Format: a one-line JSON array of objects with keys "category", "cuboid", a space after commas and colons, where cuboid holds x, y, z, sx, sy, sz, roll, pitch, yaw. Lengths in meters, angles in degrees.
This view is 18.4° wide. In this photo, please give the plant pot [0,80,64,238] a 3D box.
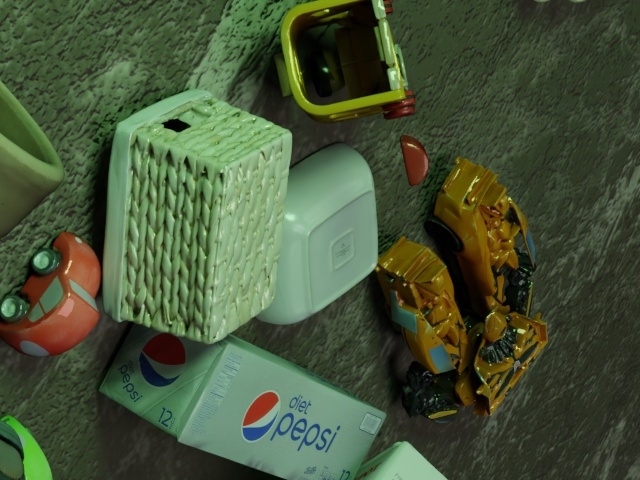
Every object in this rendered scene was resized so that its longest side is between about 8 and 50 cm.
[{"category": "plant pot", "cuboid": [-0.315, -0.052, 1.104, 0.229, 0.263, 0.263, -43, 146, 2]}]

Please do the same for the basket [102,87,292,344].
[{"category": "basket", "cuboid": [-0.093, -0.016, 1.514, 0.113, 0.103, 0.167, -34, 137, -54]}]

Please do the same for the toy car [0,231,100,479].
[{"category": "toy car", "cuboid": [-0.236, 0.136, 1.477, 0.239, 0.053, 0.225, -35, 137, -36]}]

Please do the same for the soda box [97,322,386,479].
[{"category": "soda box", "cuboid": [-0.060, 0.139, 1.682, 0.286, 0.098, 0.091, 30, 88, -56]}]

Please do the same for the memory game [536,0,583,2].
[{"category": "memory game", "cuboid": [0.239, -0.302, 1.811, 0.186, 0.012, 0.186, -12, 125, -18]}]

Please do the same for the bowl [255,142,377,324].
[{"category": "bowl", "cuboid": [0.000, 0.000, 1.716, 0.142, 0.053, 0.142, -34, 136, -36]}]

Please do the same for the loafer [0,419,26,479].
[{"category": "loafer", "cuboid": [-0.290, 0.142, 1.300, 0.096, 0.084, 0.267, -40, 143, 21]}]

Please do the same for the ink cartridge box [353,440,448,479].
[{"category": "ink cartridge box", "cuboid": [0.005, 0.334, 1.776, 0.273, 0.115, 0.198, -50, -175, -35]}]

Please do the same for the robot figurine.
[{"category": "robot figurine", "cuboid": [0.145, 0.064, 1.929, 0.211, 0.085, 0.291, -50, 144, -19]}]

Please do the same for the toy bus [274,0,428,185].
[{"category": "toy bus", "cuboid": [0.017, -0.143, 1.593, 0.104, 0.191, 0.202, -12, 134, 2]}]
